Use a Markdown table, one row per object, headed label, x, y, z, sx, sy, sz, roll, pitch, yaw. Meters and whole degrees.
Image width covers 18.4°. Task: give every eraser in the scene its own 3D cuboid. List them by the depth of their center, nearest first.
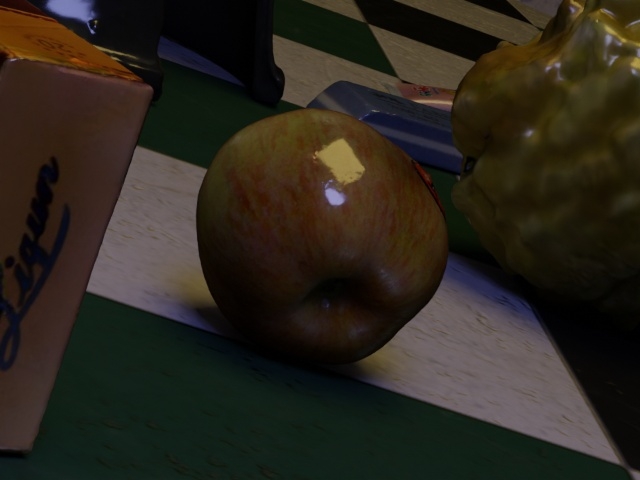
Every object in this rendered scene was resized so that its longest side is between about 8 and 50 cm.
| label | x | y | z | sx | sy | sz | roll | pitch | yaw |
| --- | --- | --- | --- | --- | --- | --- | --- | --- | --- |
| eraser | 0.100 | -0.085 | 1.652 | 0.225 | 0.036 | 0.082 | 15 | 16 | -26 |

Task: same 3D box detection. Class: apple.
| label | x | y | z | sx | sy | sz | roll | pitch | yaw |
| --- | --- | --- | --- | --- | --- | --- | --- | --- | --- |
| apple | -0.003 | 0.000 | 0.976 | 0.126 | 0.126 | 0.102 | 17 | 38 | -15 |

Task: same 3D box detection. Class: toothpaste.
| label | x | y | z | sx | sy | sz | roll | pitch | yaw |
| --- | --- | --- | --- | --- | --- | --- | --- | --- | --- |
| toothpaste | 0.156 | -0.123 | 1.894 | 0.194 | 0.043 | 0.067 | 11 | 18 | -15 |

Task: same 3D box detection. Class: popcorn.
| label | x | y | z | sx | sy | sz | roll | pitch | yaw |
| --- | --- | --- | --- | --- | --- | --- | --- | --- | --- |
| popcorn | 0.210 | -0.066 | 1.292 | 0.249 | 0.249 | 0.225 | 25 | 39 | 18 |

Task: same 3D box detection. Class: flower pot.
| label | x | y | z | sx | sy | sz | roll | pitch | yaw |
| --- | --- | --- | --- | --- | --- | --- | --- | --- | --- |
| flower pot | -0.177 | -0.282 | 1.573 | 0.379 | 0.251 | 0.379 | 18 | 14 | -5 |

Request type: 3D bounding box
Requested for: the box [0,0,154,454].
| label | x | y | z | sx | sy | sz | roll | pitch | yaw |
| --- | --- | --- | --- | --- | --- | --- | --- | --- | --- |
| box | -0.171 | -0.036 | 0.793 | 0.070 | 0.152 | 0.237 | 9 | 17 | -41 |
